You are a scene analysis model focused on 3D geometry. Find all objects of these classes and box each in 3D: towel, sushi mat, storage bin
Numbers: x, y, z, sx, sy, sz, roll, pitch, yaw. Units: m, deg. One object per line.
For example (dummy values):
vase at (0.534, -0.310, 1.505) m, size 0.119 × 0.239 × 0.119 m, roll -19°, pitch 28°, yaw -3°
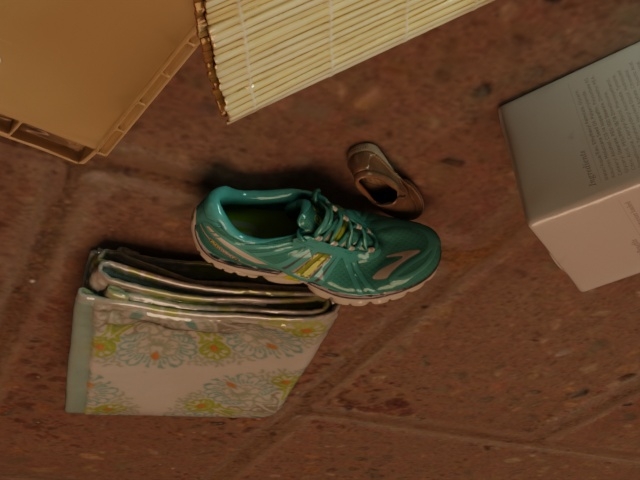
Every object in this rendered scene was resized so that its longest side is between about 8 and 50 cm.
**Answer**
towel at (-0.174, 0.148, 1.115) m, size 0.321 × 0.090 × 0.374 m, roll 8°, pitch 144°, yaw -16°
sushi mat at (0.060, -0.195, 0.572) m, size 0.317 × 0.019 × 0.151 m, roll -27°, pitch 150°, yaw -14°
storage bin at (-0.219, -0.200, 0.570) m, size 0.262 × 0.123 × 0.260 m, roll 21°, pitch 139°, yaw -32°

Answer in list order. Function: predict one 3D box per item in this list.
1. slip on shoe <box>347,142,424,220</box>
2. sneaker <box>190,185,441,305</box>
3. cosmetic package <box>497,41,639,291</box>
slip on shoe at (0.072, -0.051, 0.884) m, size 0.051 × 0.041 × 0.135 m, roll -18°, pitch 143°, yaw 20°
sneaker at (0.000, 0.000, 0.874) m, size 0.275 × 0.107 × 0.110 m, roll 7°, pitch 154°, yaw -9°
cosmetic package at (0.291, -0.070, 0.780) m, size 0.184 × 0.151 × 0.151 m, roll -22°, pitch 141°, yaw 25°
